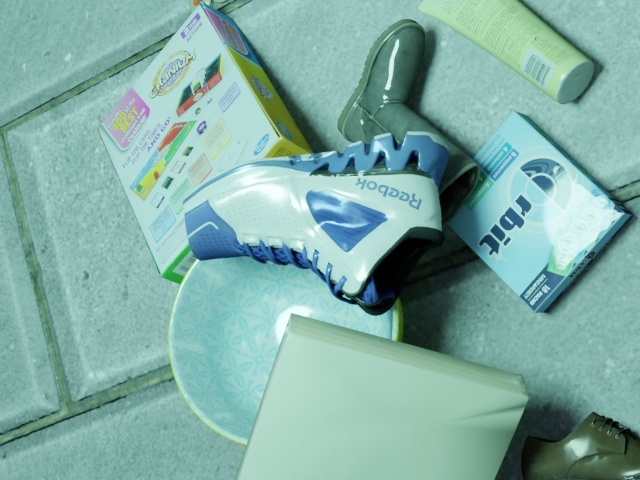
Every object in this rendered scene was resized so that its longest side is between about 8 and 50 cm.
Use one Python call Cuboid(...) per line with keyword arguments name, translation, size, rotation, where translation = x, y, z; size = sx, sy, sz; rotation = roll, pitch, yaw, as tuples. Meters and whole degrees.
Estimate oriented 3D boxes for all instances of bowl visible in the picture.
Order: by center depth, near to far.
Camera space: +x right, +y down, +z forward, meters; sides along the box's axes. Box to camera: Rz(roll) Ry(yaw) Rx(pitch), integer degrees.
Cuboid(name="bowl", translation=(-0.023, 0.120, 1.595), size=(0.289, 0.156, 0.289), rotation=(-6, 73, 19))

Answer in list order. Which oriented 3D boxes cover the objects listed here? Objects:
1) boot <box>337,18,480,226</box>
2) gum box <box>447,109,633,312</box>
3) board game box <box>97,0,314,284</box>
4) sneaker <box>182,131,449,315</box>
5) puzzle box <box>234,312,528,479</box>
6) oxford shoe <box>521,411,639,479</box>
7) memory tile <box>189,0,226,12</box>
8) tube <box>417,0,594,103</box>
Cuboid(name="boot", translation=(0.119, -0.140, 1.569), size=(0.208, 0.076, 0.189), rotation=(51, 125, 45))
Cuboid(name="gum box", translation=(0.245, -0.034, 1.533), size=(0.184, 0.041, 0.157), rotation=(48, 109, 24))
Cuboid(name="board game box", translation=(-0.158, -0.129, 1.697), size=(0.242, 0.064, 0.316), rotation=(-47, 45, 19))
Cuboid(name="sneaker", translation=(0.001, 0.000, 1.467), size=(0.316, 0.127, 0.182), rotation=(-14, 68, 14))
Cuboid(name="puzzle box", translation=(0.035, 0.295, 1.476), size=(0.272, 0.052, 0.409), rotation=(16, 114, -7))
Cuboid(name="oxford shoe", translation=(0.325, 0.235, 1.444), size=(0.227, 0.083, 0.096), rotation=(-9, 78, 28))
Cuboid(name="memory tile", translation=(-0.134, -0.385, 1.795), size=(0.148, 0.012, 0.113), rotation=(-26, 74, 26))
Cuboid(name="tube", translation=(0.222, -0.253, 1.560), size=(0.070, 0.062, 0.240), rotation=(-32, 57, -23))
